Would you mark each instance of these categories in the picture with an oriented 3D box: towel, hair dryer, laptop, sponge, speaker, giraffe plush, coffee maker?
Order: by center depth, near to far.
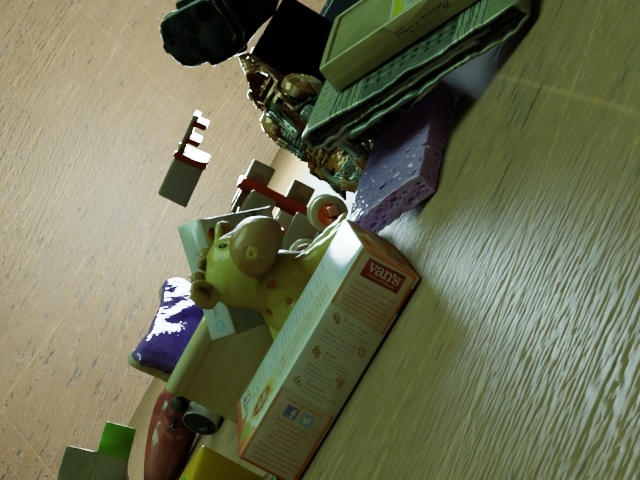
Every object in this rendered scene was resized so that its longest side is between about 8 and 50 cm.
[{"bbox_3d":[0.092,-0.088,1.269,0.117,0.031,0.210,-39,17,33],"label":"sponge"},{"bbox_3d":[-0.052,0.038,1.296,0.210,0.170,0.181,-59,8,10],"label":"giraffe plush"},{"bbox_3d":[0.130,-0.246,1.339,0.312,0.056,0.324,-28,24,30],"label":"towel"},{"bbox_3d":[-0.133,-0.342,1.634,0.171,0.120,0.178,-47,9,30],"label":"coffee maker"},{"bbox_3d":[0.020,-0.260,1.684,0.136,0.234,0.264,-57,8,15],"label":"laptop"},{"bbox_3d":[-0.161,0.229,1.723,0.055,0.055,0.136,-52,12,48],"label":"speaker"},{"bbox_3d":[-0.237,0.269,1.774,0.223,0.080,0.293,-56,-21,-73],"label":"hair dryer"}]

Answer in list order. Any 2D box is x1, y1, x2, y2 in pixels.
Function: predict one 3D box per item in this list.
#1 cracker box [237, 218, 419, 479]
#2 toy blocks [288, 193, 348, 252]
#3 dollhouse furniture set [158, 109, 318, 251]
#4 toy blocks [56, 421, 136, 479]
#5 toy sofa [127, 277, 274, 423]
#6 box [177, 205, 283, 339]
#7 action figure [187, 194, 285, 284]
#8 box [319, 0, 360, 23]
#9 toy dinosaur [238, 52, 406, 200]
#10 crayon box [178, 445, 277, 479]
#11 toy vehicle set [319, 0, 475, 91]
[{"bbox_3d":[0.002,0.103,1.104,0.232,0.067,0.156,-60,9,7],"label":"cracker box"},{"bbox_3d":[0.000,0.000,1.499,0.148,0.054,0.123,-127,60,-81],"label":"toy blocks"},{"bbox_3d":[-0.109,-0.082,1.766,0.135,0.259,0.262,-62,8,12],"label":"dollhouse furniture set"},{"bbox_3d":[-0.384,0.490,1.771,0.261,0.191,0.381,116,168,-69],"label":"toy blocks"},{"bbox_3d":[-0.145,0.100,1.640,0.150,0.177,0.362,-59,7,14],"label":"toy sofa"},{"bbox_3d":[-0.098,0.037,1.419,0.038,0.145,0.186,-17,0,24],"label":"box"},{"bbox_3d":[-0.157,0.030,2.146,0.280,0.139,0.091,-65,7,-13],"label":"action figure"},{"bbox_3d":[0.044,-0.293,1.893,0.270,0.165,0.143,-58,9,12],"label":"box"},{"bbox_3d":[-0.003,-0.167,1.500,0.164,0.218,0.322,-39,60,29],"label":"toy dinosaur"},{"bbox_3d":[-0.154,0.352,1.139,0.318,0.081,0.202,-56,8,24],"label":"crayon box"},{"bbox_3d":[0.121,-0.286,1.304,0.267,0.035,0.166,-31,23,25],"label":"toy vehicle set"}]
